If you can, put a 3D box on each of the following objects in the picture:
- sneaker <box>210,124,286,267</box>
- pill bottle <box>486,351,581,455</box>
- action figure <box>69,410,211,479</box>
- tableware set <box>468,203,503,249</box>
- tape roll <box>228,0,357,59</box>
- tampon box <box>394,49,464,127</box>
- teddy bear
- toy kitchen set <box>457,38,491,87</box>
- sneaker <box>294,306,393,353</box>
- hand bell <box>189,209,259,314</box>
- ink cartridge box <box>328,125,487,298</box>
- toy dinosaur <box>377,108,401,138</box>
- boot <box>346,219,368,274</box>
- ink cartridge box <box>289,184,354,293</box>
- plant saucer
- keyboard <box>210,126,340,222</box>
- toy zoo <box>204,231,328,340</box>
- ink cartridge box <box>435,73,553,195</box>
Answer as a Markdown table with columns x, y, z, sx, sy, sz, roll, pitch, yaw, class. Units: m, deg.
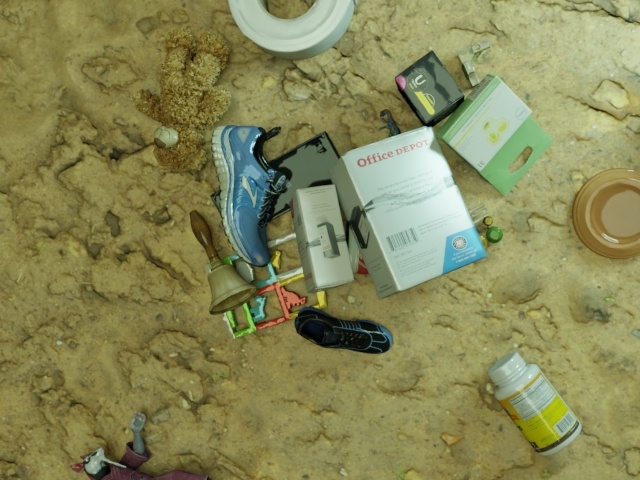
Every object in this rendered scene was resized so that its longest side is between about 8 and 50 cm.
| x | y | z | sx | sy | sz | roll | pitch | yaw | class |
| --- | --- | --- | --- | --- | --- | --- | --- | --- | --- |
| -0.148 | -0.103 | 1.758 | 0.147 | 0.130 | 0.330 | -9 | 94 | 9 | sneaker |
| 0.462 | 0.353 | 1.710 | 0.117 | 0.117 | 0.215 | -37 | 86 | 9 | pill bottle |
| -0.424 | 0.599 | 1.864 | 0.370 | 0.248 | 0.276 | 20 | 138 | 20 | action figure |
| 0.328 | -0.009 | 1.768 | 0.154 | 0.024 | 0.104 | -30 | 91 | 8 | tableware set |
| -0.063 | -0.559 | 1.770 | 0.286 | 0.100 | 0.286 | 0 | 91 | 9 | tape roll |
| 0.238 | -0.322 | 1.699 | 0.101 | 0.161 | 0.120 | -36 | 86 | 9 | tampon box |
| -0.320 | -0.332 | 1.815 | 0.245 | 0.113 | 0.338 | 29 | 96 | 9 | teddy bear |
| 0.351 | -0.393 | 1.725 | 0.075 | 0.068 | 0.083 | -23 | 89 | 9 | toy kitchen set |
| 0.052 | 0.218 | 1.771 | 0.232 | 0.090 | 0.081 | 14 | 107 | 0 | sneaker |
| -0.248 | 0.036 | 1.802 | 0.126 | 0.126 | 0.242 | -30 | 75 | 9 | hand bell |
| 0.181 | -0.059 | 1.673 | 0.223 | 0.129 | 0.307 | -20 | 84 | -18 | ink cartridge box |
| 0.162 | -0.259 | 1.787 | 0.090 | 0.047 | 0.082 | 8 | 79 | -28 | toy dinosaur |
| 0.148 | -0.043 | 1.772 | 0.176 | 0.088 | 0.244 | 3 | 86 | -4 | boot |
| 0.000 | 0.000 | 1.729 | 0.092 | 0.158 | 0.218 | -9 | 84 | -9 | ink cartridge box |
| 0.655 | -0.058 | 1.705 | 0.200 | 0.037 | 0.200 | 0 | 92 | 10 | plant saucer |
| -0.115 | -0.161 | 1.829 | 0.317 | 0.033 | 0.202 | -28 | 93 | 8 | keyboard |
| -0.108 | 0.099 | 1.836 | 0.293 | 0.030 | 0.192 | -20 | 88 | 9 | toy zoo |
| 0.387 | -0.218 | 1.681 | 0.235 | 0.056 | 0.171 | 38 | 98 | -21 | ink cartridge box |
